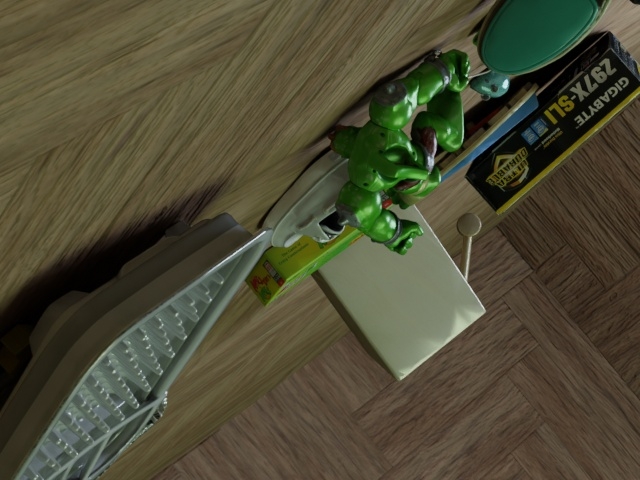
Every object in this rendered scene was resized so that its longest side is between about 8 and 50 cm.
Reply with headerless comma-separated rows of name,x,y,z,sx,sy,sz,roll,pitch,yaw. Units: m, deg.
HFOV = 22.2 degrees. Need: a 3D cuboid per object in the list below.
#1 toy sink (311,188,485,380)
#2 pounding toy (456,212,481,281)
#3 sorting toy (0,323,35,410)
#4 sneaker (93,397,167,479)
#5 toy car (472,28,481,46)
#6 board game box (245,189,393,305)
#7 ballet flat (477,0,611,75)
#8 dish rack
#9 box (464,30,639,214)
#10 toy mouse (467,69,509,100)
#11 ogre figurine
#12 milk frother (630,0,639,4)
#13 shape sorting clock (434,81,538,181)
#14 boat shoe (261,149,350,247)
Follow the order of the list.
toy sink,0.079,0.038,2.145,0.153,0.234,0.131,-39,-157,-6
pounding toy,0.141,0.024,2.278,0.206,0.181,0.094,-38,173,-5
sorting toy,-0.311,0.158,1.354,0.229,0.041,0.307,-35,167,-52
sneaker,-0.280,0.229,1.697,0.146,0.102,0.293,-42,173,28
toy car,0.239,-0.234,1.618,0.225,0.053,0.239,-35,172,-34
board game box,0.000,0.000,1.944,0.181,0.043,0.092,-35,173,-28
ballet flat,0.234,-0.244,1.450,0.248,0.086,0.086,-45,171,36
dish rack,-0.192,0.117,1.354,0.333,0.072,0.285,-53,170,34
box,0.327,-0.168,2.258,0.257,0.079,0.322,-41,-178,14
toy mouse,0.224,-0.201,1.857,0.161,0.031,0.143,-38,174,-9
ogre figurine,0.073,-0.082,1.507,0.118,0.097,0.197,-3,136,-52
milk frother,0.390,-0.318,1.747,0.135,0.129,0.143,-104,-154,-59
shape sorting clock,0.207,-0.139,2.150,0.206,0.040,0.206,-38,180,0
boat shoe,-0.001,-0.031,1.637,0.066,0.063,0.184,-34,171,-40
